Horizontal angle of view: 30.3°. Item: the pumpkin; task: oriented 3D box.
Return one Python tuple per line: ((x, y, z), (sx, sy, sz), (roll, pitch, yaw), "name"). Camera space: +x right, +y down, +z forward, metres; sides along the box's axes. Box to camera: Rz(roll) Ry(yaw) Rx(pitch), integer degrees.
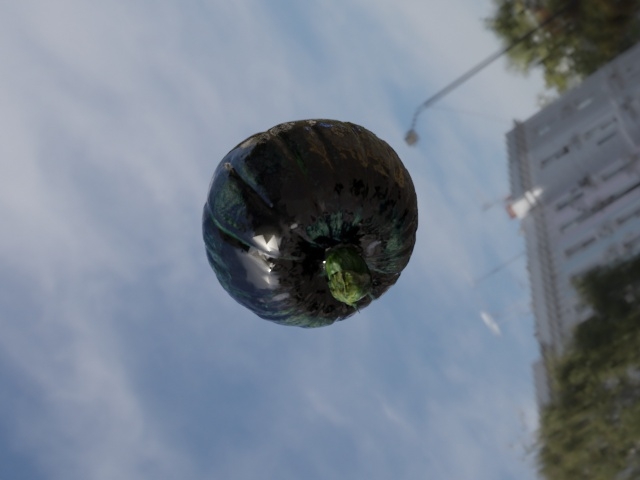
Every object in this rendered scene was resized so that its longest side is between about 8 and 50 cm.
((0.000, 0.000, 1.301), (0.248, 0.248, 0.248), (46, -157, -25), "pumpkin")
